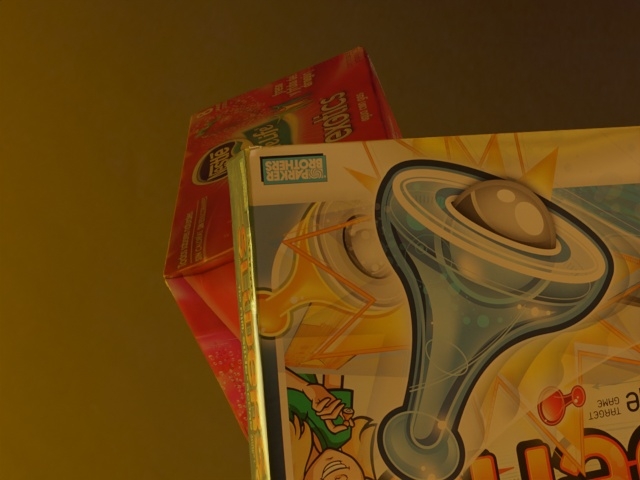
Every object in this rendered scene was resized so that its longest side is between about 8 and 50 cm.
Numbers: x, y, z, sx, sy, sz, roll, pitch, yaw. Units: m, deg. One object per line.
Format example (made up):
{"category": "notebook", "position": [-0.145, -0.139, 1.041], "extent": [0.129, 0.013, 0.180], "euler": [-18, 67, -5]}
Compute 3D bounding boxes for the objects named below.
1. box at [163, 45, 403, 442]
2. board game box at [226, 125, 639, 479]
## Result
{"category": "box", "position": [0.000, 0.000, 0.734], "extent": [0.122, 0.257, 0.128], "euler": [-22, -68, 6]}
{"category": "board game box", "position": [0.077, 0.034, 0.411], "extent": [0.201, 0.035, 0.136], "euler": [-5, -92, -13]}
